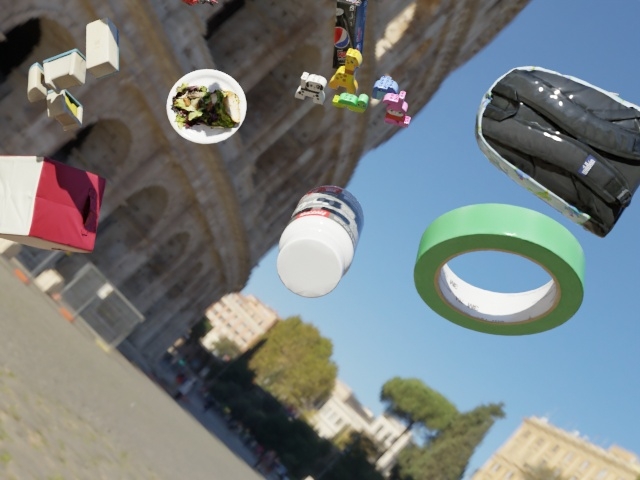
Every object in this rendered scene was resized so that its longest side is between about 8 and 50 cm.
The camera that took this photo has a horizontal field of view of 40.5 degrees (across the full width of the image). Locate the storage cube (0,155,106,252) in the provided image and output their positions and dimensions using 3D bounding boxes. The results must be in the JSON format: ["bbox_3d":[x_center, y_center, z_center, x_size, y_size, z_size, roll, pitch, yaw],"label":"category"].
[{"bbox_3d":[-0.639,-0.081,1.980,0.215,0.183,0.193,5,-9,30],"label":"storage cube"}]

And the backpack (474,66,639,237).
[{"bbox_3d":[0.497,-0.212,1.840,0.356,0.290,0.273,27,3,-3],"label":"backpack"}]

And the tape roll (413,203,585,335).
[{"bbox_3d":[0.343,0.064,1.673,0.322,0.077,0.321,10,-38,8],"label":"tape roll"}]

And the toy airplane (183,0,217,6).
[{"bbox_3d":[-0.262,-0.453,1.590,0.151,0.028,0.151,18,8,-3],"label":"toy airplane"}]

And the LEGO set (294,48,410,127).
[{"bbox_3d":[0.073,-0.305,1.660,0.227,0.087,0.093,15,-41,7],"label":"LEGO set"}]

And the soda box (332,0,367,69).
[{"bbox_3d":[0.068,-0.481,2.021,0.053,0.060,0.168,19,-52,21],"label":"soda box"}]

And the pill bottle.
[{"bbox_3d":[0.000,0.000,1.876,0.161,0.161,0.283,49,22,-11],"label":"pill bottle"}]

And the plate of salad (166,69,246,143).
[{"bbox_3d":[-0.288,-0.341,2.185,0.200,0.200,0.048,45,-9,7],"label":"plate of salad"}]

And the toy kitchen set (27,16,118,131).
[{"bbox_3d":[-0.495,-0.345,1.837,0.166,0.207,0.122,52,26,-57],"label":"toy kitchen set"}]
